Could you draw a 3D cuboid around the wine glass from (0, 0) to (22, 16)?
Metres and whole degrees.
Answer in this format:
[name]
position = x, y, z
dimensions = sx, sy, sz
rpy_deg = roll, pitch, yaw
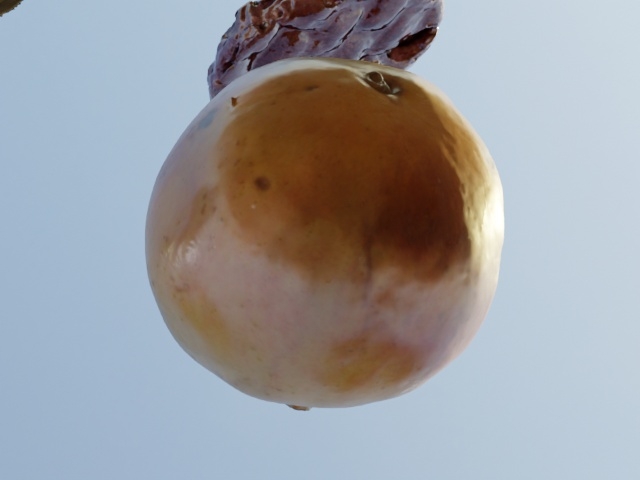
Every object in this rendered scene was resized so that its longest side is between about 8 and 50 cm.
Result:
[wine glass]
position = -0.181, -0.048, 0.770
dimensions = 0.066, 0.198, 0.066
rpy_deg = 11, -136, -11

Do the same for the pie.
[pie]
position = 0.003, -0.121, 0.996
dimensions = 0.153, 0.153, 0.038
rpy_deg = -4, -118, -38

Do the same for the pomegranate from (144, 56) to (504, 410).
[pomegranate]
position = 0.000, -0.004, 0.862
dimensions = 0.191, 0.191, 0.191
rpy_deg = 20, -140, -17
